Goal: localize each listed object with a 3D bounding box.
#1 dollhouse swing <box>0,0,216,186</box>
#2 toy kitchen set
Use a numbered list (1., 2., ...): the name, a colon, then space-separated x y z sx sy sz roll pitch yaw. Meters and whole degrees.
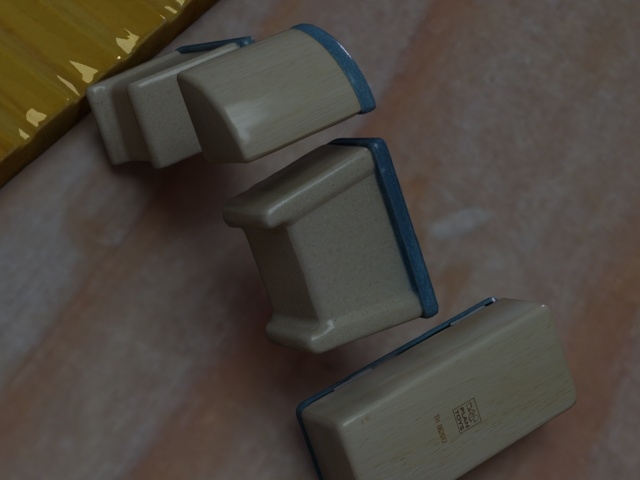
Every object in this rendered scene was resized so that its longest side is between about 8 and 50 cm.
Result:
1. dollhouse swing: -0.193 -0.252 0.566 0.315 0.305 0.347 37 57 9
2. toy kitchen set: 0.000 0.000 0.610 0.122 0.166 0.207 -25 106 -26
